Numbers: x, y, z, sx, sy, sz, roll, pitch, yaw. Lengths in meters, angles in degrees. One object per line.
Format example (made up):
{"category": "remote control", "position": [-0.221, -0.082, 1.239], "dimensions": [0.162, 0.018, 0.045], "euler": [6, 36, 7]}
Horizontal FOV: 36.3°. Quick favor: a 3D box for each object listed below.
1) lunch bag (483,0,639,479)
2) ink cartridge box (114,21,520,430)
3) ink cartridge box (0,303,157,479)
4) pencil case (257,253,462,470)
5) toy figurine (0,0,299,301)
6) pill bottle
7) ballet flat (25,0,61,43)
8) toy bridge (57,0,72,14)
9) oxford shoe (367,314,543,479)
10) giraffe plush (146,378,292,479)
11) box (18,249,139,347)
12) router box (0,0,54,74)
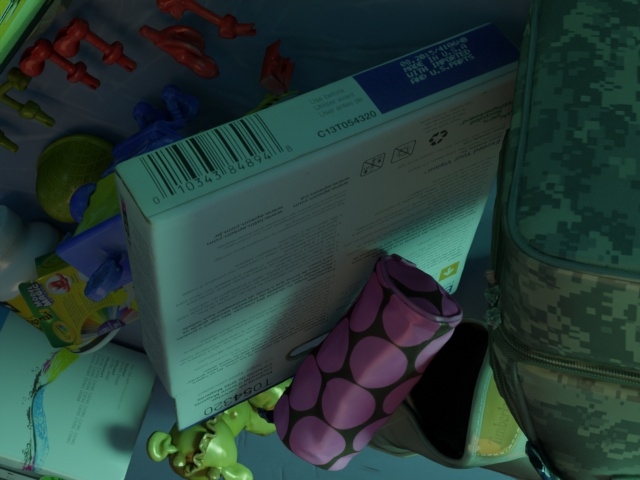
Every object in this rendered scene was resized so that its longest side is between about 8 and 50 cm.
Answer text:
{"category": "lunch bag", "position": [0.223, 0.002, 0.669], "dimensions": [0.212, 0.305, 0.256], "euler": [5, 140, 12]}
{"category": "ink cartridge box", "position": [0.000, 0.000, 0.829], "dimensions": [0.324, 0.071, 0.330], "euler": [-24, 151, -21]}
{"category": "ink cartridge box", "position": [-0.379, 0.236, 1.298], "dimensions": [0.270, 0.197, 0.198], "euler": [20, 143, -10]}
{"category": "pencil case", "position": [0.035, 0.105, 0.859], "dimensions": [0.095, 0.098, 0.209], "euler": [20, 123, -27]}
{"category": "toy figurine", "position": [-0.199, -0.044, 0.854], "dimensions": [0.362, 0.217, 0.191], "euler": [-21, 138, 38]}
{"category": "pill bottle", "position": [-0.311, 0.043, 1.107], "dimensions": [0.103, 0.103, 0.184], "euler": [-18, 133, 34]}
{"category": "ballet flat", "position": [-0.265, -0.173, 0.812], "dimensions": [0.057, 0.052, 0.168], "euler": [33, 139, -21]}
{"category": "toy bridge", "position": [-0.233, -0.218, 0.811], "dimensions": [0.188, 0.026, 0.063], "euler": [-18, 132, 34]}
{"category": "oxford shoe", "position": [0.096, 0.140, 0.972], "dimensions": [0.130, 0.169, 0.449], "euler": [14, 173, -22]}
{"category": "giraffe plush", "position": [-0.136, 0.236, 1.247], "dimensions": [0.181, 0.170, 0.210], "euler": [5, 142, 11]}
{"category": "box", "position": [-0.223, 0.043, 1.048], "dimensions": [0.179, 0.043, 0.105], "euler": [-23, 128, -8]}
{"category": "router box", "position": [-0.178, -0.202, 0.565], "dimensions": [0.081, 0.309, 0.243], "euler": [30, 136, -15]}
